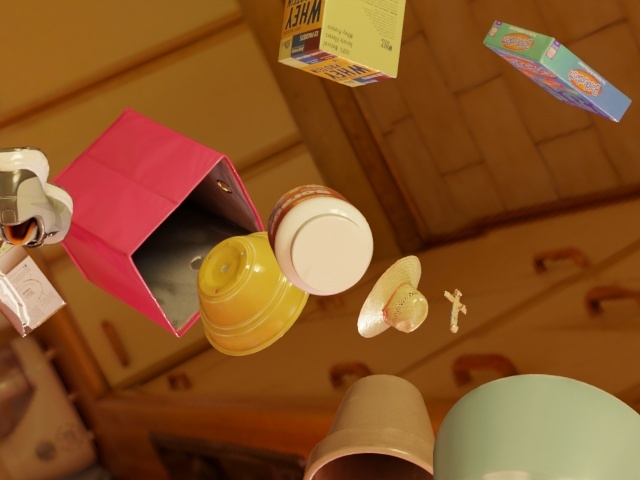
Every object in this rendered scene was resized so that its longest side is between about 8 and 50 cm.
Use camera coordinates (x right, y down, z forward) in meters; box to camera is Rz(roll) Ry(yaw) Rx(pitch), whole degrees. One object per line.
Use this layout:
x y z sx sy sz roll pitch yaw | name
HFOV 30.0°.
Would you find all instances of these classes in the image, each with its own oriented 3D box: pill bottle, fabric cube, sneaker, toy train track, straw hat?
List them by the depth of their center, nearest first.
0.000 0.000 1.485 0.216 0.121 0.121 -128 15 -79 | pill bottle
-0.386 -0.033 1.553 0.271 0.100 0.108 92 174 -75 | sneaker
0.201 0.101 1.750 0.048 0.083 0.014 41 128 -22 | toy train track
0.124 0.099 1.760 0.061 0.144 0.144 36 147 29 | straw hat
-0.298 -0.035 2.132 0.258 0.259 0.254 27 155 34 | fabric cube

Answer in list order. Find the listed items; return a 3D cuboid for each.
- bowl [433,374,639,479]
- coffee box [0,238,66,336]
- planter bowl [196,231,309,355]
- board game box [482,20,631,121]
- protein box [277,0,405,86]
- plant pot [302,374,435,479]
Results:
0.263 0.334 1.426 0.311 0.163 0.311 9 118 18 | bowl
-0.563 0.034 2.063 0.141 0.098 0.246 35 160 45 | coffee box
-0.124 0.061 1.841 0.090 0.217 0.217 40 178 -44 | planter bowl
0.390 -0.279 1.968 0.210 0.047 0.160 29 -176 -33 | board game box
0.044 -0.429 2.333 0.136 0.200 0.201 -5 75 52 | protein box
0.105 0.373 2.153 0.229 0.263 0.263 -83 -11 -49 | plant pot
